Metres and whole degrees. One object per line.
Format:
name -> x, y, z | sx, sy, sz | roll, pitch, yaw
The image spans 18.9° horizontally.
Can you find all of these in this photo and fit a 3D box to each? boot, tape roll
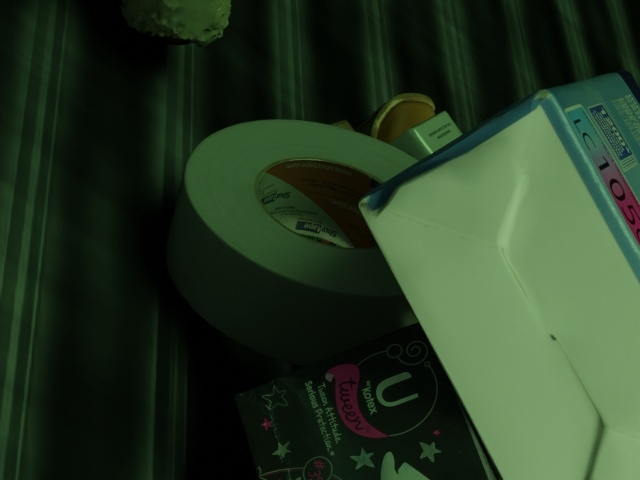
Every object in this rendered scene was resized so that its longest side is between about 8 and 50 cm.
boot -> 0.076, -0.043, 1.704 | 0.152, 0.073, 0.197 | 54, 38, 7
tape roll -> 0.000, 0.000, 1.407 | 0.219, 0.072, 0.219 | 13, 34, -8

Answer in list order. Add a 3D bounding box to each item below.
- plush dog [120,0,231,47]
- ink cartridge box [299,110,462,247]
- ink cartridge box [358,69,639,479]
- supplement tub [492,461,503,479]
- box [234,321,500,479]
plush dog -> -0.168, -0.307, 1.541 | 0.262, 0.210, 0.225 | 28, 8, -43
ink cartridge box -> 0.094, 0.025, 1.552 | 0.208, 0.153, 0.087 | 55, 27, 2
ink cartridge box -> 0.194, 0.032, 1.335 | 0.270, 0.151, 0.395 | 62, 17, 2
supplement tub -> 0.187, 0.244, 1.435 | 0.199, 0.144, 0.144 | 50, 26, -4
box -> 0.062, 0.207, 1.224 | 0.163, 0.142, 0.247 | 64, 6, -57
